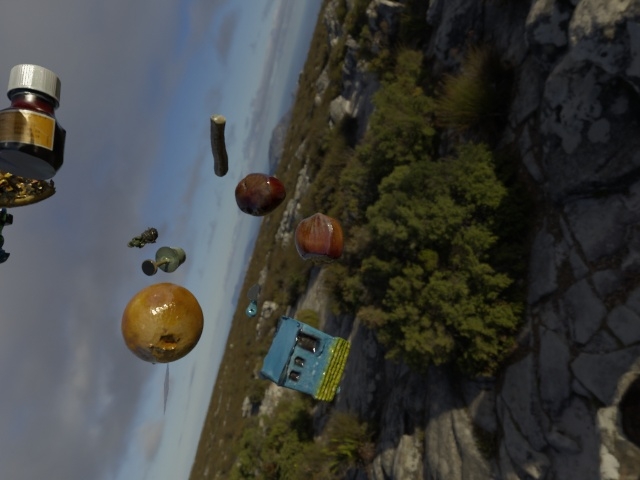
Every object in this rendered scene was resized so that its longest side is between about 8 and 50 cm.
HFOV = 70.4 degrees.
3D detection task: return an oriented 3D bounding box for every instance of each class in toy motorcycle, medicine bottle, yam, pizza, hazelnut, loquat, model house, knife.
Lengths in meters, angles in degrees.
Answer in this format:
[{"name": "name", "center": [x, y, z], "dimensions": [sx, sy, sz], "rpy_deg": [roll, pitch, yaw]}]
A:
[{"name": "toy motorcycle", "center": [-1.543, -0.001, 2.124], "dimensions": [0.125, 0.196, 0.331], "rpy_deg": [53, -148, -66]}, {"name": "medicine bottle", "center": [-1.082, -0.447, 1.708], "dimensions": [0.242, 0.243, 0.395], "rpy_deg": [126, 143, -64]}, {"name": "yam", "center": [-0.473, -0.444, 2.131], "dimensions": [0.356, 0.081, 0.081], "rpy_deg": [105, 173, -54]}, {"name": "pizza", "center": [-1.240, -0.257, 1.892], "dimensions": [0.074, 0.251, 0.287], "rpy_deg": [38, 113, 45]}, {"name": "hazelnut", "center": [-0.231, -0.179, 1.785], "dimensions": [0.204, 0.178, 0.178], "rpy_deg": [-20, 44, 27]}, {"name": "loquat", "center": [-0.633, 0.331, 1.830], "dimensions": [0.328, 0.329, 0.328], "rpy_deg": [-166, 90, -80]}, {"name": "model house", "center": [-0.037, 0.437, 1.640], "dimensions": [0.215, 0.303, 0.237], "rpy_deg": [0, 65, 58]}, {"name": "knife", "center": [-0.315, 0.269, 2.116], "dimensions": [0.244, 0.058, 0.032], "rpy_deg": [-95, 30, -58]}, {"name": "hazelnut", "center": [0.005, -0.003, 1.870], "dimensions": [0.186, 0.210, 0.210], "rpy_deg": [47, -137, -49]}]

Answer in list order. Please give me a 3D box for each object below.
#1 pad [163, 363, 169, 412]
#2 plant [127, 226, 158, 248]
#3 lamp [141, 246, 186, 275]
[{"name": "pad", "center": [-0.717, 0.678, 2.111], "dimensions": [0.232, 0.004, 0.156], "rpy_deg": [-133, 55, -63]}, {"name": "plant", "center": [-0.879, -0.007, 2.265], "dimensions": [0.085, 0.087, 0.174], "rpy_deg": [-20, 13, 39]}, {"name": "lamp", "center": [-0.680, 0.088, 1.976], "dimensions": [0.215, 0.121, 0.121], "rpy_deg": [-31, -39, -67]}]
